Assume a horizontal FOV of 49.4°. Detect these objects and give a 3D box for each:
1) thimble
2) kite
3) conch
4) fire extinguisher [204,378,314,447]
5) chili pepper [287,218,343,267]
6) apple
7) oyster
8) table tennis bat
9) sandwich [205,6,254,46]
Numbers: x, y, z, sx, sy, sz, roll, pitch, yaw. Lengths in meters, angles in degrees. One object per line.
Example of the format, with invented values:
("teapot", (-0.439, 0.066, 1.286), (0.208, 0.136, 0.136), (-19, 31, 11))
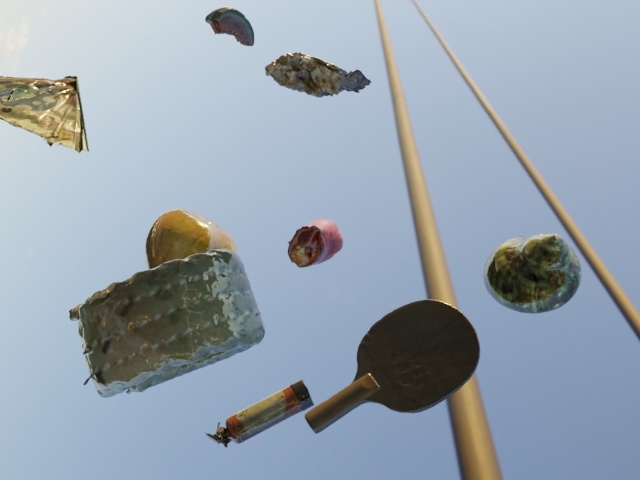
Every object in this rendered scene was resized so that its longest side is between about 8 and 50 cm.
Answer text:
("thimble", (-0.092, 0.051, 0.419), (0.110, 0.084, 0.062), (-20, -101, -3))
("kite", (-0.510, -0.213, 1.093), (0.368, 0.406, 0.014), (-47, 155, -55))
("conch", (0.390, 0.051, 1.304), (0.181, 0.124, 0.187), (-48, -133, 25))
("fire extinguisher", (-0.099, 0.282, 1.117), (0.177, 0.050, 0.062), (-25, -151, -11))
("chili pepper", (0.000, 0.000, 1.388), (0.086, 0.192, 0.084), (-26, -92, 21))
("apple", (-0.247, 0.031, 1.312), (0.182, 0.183, 0.155), (34, -82, 56))
("oyster", (-0.009, -0.248, 1.067), (0.105, 0.177, 0.056), (18, -81, 43))
("table tennis bat", (0.085, 0.161, 0.854), (0.235, 0.022, 0.131), (-32, -122, -4))
("sandwich", (-0.194, -0.475, 1.528), (0.029, 0.135, 0.067), (18, -84, 39))
